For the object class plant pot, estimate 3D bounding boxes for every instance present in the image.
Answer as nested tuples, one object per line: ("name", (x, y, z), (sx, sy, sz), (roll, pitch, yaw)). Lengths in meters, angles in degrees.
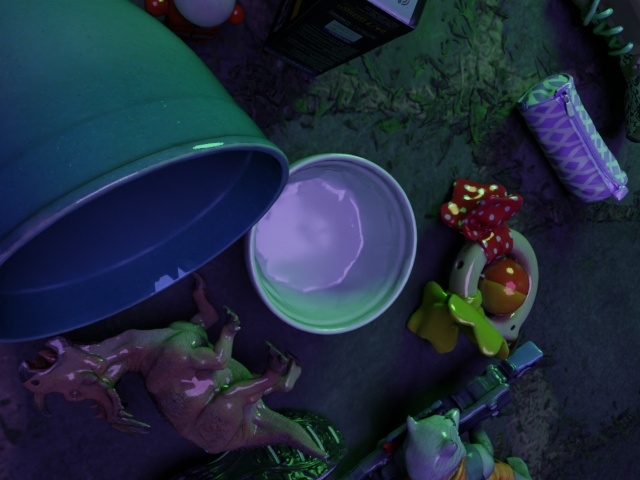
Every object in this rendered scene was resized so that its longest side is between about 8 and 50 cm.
("plant pot", (-0.207, -0.095, 0.446), (0.272, 0.271, 0.255), (-30, 79, -15))

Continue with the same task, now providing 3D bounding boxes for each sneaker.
("sneaker", (-0.089, 0.308, 0.654), (0.272, 0.100, 0.108), (-20, 137, -25))
("sneaker", (0.443, -0.350, 0.768), (0.182, 0.158, 0.410), (-3, 101, 10))

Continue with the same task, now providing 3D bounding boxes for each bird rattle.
("bird rattle", (0.235, 0.047, 0.745), (0.207, 0.143, 0.253), (25, 75, -34))

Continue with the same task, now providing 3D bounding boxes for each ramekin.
("ramekin", (0.000, 0.000, 0.628), (0.207, 0.109, 0.207), (-3, 97, -21))

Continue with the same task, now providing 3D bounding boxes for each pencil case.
("pencil case", (0.375, -0.150, 0.766), (0.086, 0.088, 0.206), (-45, 111, -8))

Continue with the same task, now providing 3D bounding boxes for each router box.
("router box", (0.059, -0.345, 0.533), (0.081, 0.243, 0.308), (21, 90, -22))

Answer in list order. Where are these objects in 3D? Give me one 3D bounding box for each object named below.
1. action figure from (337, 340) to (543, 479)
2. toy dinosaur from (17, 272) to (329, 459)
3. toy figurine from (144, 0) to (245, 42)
("action figure", (0.219, 0.313, 0.711), (0.341, 0.178, 0.330), (-40, 128, 2))
("toy dinosaur", (-0.140, 0.168, 0.566), (0.296, 0.127, 0.200), (41, 83, -5))
("toy figurine", (-0.123, -0.330, 0.514), (0.209, 0.148, 0.213), (-45, 110, -10))
